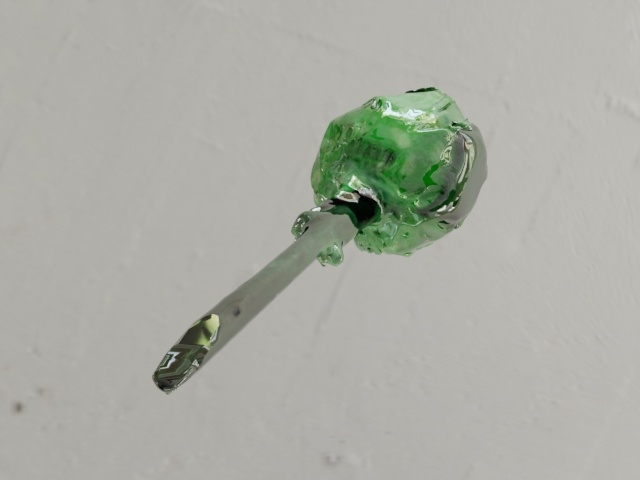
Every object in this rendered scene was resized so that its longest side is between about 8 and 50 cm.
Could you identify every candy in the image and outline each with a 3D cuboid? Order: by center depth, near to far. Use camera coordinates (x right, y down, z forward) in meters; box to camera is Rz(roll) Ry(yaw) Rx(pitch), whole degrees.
[{"bbox_3d":[-0.002,0.000,0.798,0.097,0.323,0.097,9,-67,22],"label":"candy"}]
